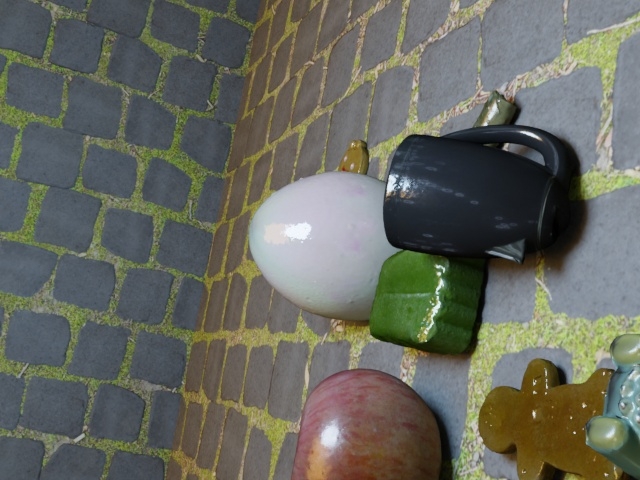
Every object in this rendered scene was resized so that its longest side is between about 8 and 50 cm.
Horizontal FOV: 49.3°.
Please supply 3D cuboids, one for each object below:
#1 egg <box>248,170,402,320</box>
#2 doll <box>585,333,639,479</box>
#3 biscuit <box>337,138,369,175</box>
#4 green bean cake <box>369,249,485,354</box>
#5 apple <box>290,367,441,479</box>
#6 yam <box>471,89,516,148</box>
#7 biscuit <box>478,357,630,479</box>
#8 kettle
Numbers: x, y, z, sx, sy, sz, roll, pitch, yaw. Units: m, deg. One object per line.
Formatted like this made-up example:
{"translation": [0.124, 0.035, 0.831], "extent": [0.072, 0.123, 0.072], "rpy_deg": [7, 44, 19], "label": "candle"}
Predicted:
{"translation": [0.000, 0.000, 1.646], "extent": [0.354, 0.339, 0.355], "rpy_deg": [-43, 41, 53], "label": "egg"}
{"translation": [0.443, 0.194, 0.755], "extent": [0.177, 0.161, 0.260], "rpy_deg": [-61, 15, -23], "label": "doll"}
{"translation": [0.071, -0.164, 1.959], "extent": [0.249, 0.035, 0.184], "rpy_deg": [-65, 26, 21], "label": "biscuit"}
{"translation": [0.208, 0.109, 1.389], "extent": [0.248, 0.124, 0.222], "rpy_deg": [-10, 66, 62], "label": "green bean cake"}
{"translation": [0.084, 0.419, 1.320], "extent": [0.345, 0.269, 0.345], "rpy_deg": [-171, 90, -89], "label": "apple"}
{"translation": [0.296, -0.147, 1.404], "extent": [0.071, 0.067, 0.317], "rpy_deg": [-94, 28, -65], "label": "yam"}
{"translation": [0.349, 0.279, 1.061], "extent": [0.301, 0.049, 0.197], "rpy_deg": [-23, 52, 61], "label": "biscuit"}
{"translation": [0.286, -0.092, 1.197], "extent": [0.290, 0.207, 0.268], "rpy_deg": [10, 65, 28], "label": "kettle"}
